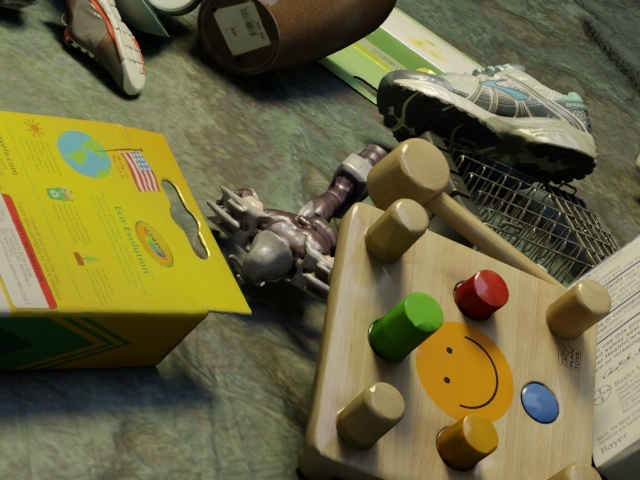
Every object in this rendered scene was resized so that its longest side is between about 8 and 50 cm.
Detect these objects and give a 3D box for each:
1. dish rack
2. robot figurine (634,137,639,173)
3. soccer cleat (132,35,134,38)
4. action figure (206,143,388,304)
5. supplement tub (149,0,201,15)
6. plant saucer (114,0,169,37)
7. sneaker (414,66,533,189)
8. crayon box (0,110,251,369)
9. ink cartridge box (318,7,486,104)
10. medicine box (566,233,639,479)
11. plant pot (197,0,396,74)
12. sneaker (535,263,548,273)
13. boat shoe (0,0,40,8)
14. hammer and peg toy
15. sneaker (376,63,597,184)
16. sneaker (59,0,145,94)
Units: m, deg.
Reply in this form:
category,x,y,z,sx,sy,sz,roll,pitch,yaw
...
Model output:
category,x,y,z,sx,sy,sz,roll,pitch,yaw
dish rack,0.227,-0.021,1.884,0.272,0.074,0.208,20,28,-25
robot figurine,0.606,-0.069,2.230,0.353,0.199,0.300,31,34,1
soccer cleat,-0.240,-0.226,1.793,0.083,0.029,0.035,34,34,15
action figure,0.000,0.000,1.571,0.185,0.099,0.285,45,31,12
supplement tub,-0.170,-0.297,1.893,0.071,0.071,0.107,30,2,-2
plant saucer,-0.239,-0.302,1.851,0.195,0.037,0.195,56,1,-1
sneaker,0.170,-0.121,2.026,0.209,0.069,0.082,41,60,-1
crayon box,-0.223,-0.001,1.281,0.319,0.081,0.202,4,51,-46
ink cartridge box,0.115,-0.228,2.157,0.171,0.056,0.235,37,24,10
medicine box,0.368,0.165,1.513,0.263,0.149,0.289,43,21,-22
plant pot,-0.046,-0.292,1.951,0.215,0.215,0.230,34,38,6
sneaker,0.194,0.099,1.584,0.115,0.105,0.281,44,30,13
boat shoe,-0.328,-0.299,1.735,0.105,0.113,0.306,33,9,-9
hammer and peg toy,0.131,0.073,1.390,0.266,0.127,0.361,24,51,-16
sneaker,0.197,-0.158,1.967,0.283,0.110,0.122,17,56,-18
sneaker,-0.239,-0.215,1.752,0.158,0.065,0.061,65,10,19
